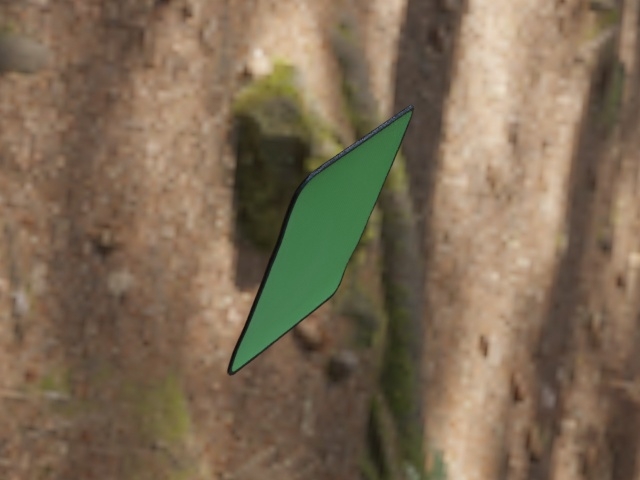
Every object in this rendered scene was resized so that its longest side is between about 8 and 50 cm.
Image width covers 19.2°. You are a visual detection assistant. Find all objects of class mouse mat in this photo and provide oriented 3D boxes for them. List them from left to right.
[{"bbox_3d":[0.000,0.000,1.332,0.152,0.007,0.189,-36,156,-49],"label":"mouse mat"}]
